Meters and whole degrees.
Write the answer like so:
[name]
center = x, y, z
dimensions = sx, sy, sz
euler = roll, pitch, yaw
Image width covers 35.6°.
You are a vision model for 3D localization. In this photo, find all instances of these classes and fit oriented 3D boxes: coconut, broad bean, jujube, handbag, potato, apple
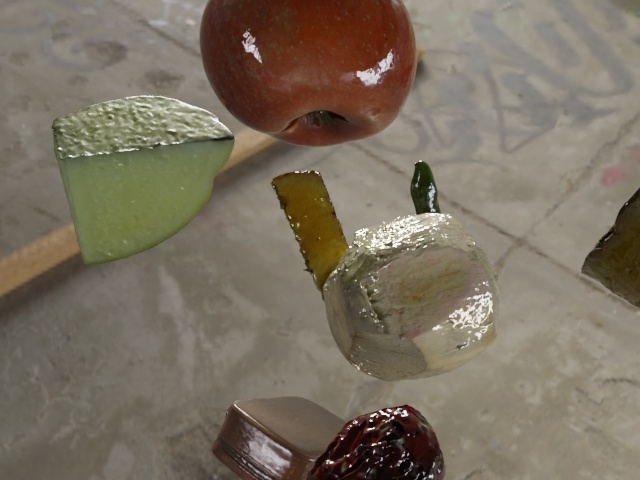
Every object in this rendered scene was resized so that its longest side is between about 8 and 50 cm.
[coconut]
center = 0.106, 0.059, 1.060
dimensions = 0.194, 0.194, 0.194
euler = 6, 43, -6
[broad bean]
center = 0.193, -0.024, 1.612
dimensions = 0.069, 0.227, 0.039
euler = -34, 22, -6
[jujube]
center = 0.028, 0.205, 0.801
dimensions = 0.166, 0.104, 0.104
euler = -39, 57, -5
[handbag]
center = -0.033, 0.242, 1.169
dimensions = 0.151, 0.072, 0.193
euler = 28, 10, 27
[potato]
center = -0.154, -0.056, 0.879
dimensions = 0.149, 0.120, 0.081
euler = -9, 43, -13
[apple]
center = -0.018, -0.302, 1.605
dimensions = 0.348, 0.348, 0.277
euler = -1, 74, -13

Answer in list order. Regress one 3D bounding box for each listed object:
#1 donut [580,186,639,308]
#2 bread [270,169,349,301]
[donut]
center = 0.368, -0.030, 0.929
dimensions = 0.272, 0.272, 0.107
euler = -29, 66, -35
[bread]
center = 0.000, 0.000, 1.182
dimensions = 0.065, 0.103, 0.187
euler = -20, 68, -1
